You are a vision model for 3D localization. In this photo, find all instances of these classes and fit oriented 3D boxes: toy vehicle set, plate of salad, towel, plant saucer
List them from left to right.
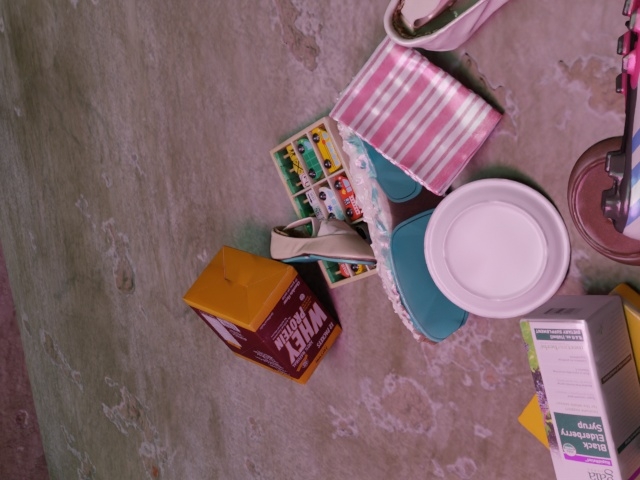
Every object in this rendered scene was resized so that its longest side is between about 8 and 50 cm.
[{"bbox_3d":[0.023,-0.061,1.392,0.166,0.035,0.267,-25,89,50],"label":"toy vehicle set"},{"bbox_3d":[0.128,-0.172,1.131,0.197,0.029,0.144,37,100,3],"label":"towel"},{"bbox_3d":[0.245,0.011,1.153,0.200,0.048,0.199,5,105,18],"label":"plate of salad"},{"bbox_3d":[0.375,-0.044,1.021,0.168,0.029,0.168,25,126,39],"label":"plant saucer"}]

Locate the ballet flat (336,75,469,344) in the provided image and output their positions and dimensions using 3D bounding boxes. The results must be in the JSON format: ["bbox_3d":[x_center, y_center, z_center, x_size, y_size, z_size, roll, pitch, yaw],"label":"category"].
[{"bbox_3d":[0.123,-0.050,1.242,0.147,0.147,0.409,-11,97,50],"label":"ballet flat"}]

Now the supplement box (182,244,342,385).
[{"bbox_3d":[-0.103,0.133,1.491,0.191,0.129,0.194,15,151,43],"label":"supplement box"}]

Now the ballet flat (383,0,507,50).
[{"bbox_3d":[0.208,-0.357,0.972,0.139,0.139,0.400,57,139,10],"label":"ballet flat"}]

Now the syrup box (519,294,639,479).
[{"bbox_3d":[0.340,0.193,1.049,0.093,0.096,0.236,-4,104,48],"label":"syrup box"}]

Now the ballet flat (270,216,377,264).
[{"bbox_3d":[0.000,0.000,1.363,0.248,0.086,0.086,-2,107,49],"label":"ballet flat"}]

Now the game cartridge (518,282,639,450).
[{"bbox_3d":[0.447,0.255,1.078,0.324,0.053,0.285,42,135,23],"label":"game cartridge"}]

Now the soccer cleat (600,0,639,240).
[{"bbox_3d":[0.395,-0.160,0.899,0.143,0.116,0.331,5,106,13],"label":"soccer cleat"}]
